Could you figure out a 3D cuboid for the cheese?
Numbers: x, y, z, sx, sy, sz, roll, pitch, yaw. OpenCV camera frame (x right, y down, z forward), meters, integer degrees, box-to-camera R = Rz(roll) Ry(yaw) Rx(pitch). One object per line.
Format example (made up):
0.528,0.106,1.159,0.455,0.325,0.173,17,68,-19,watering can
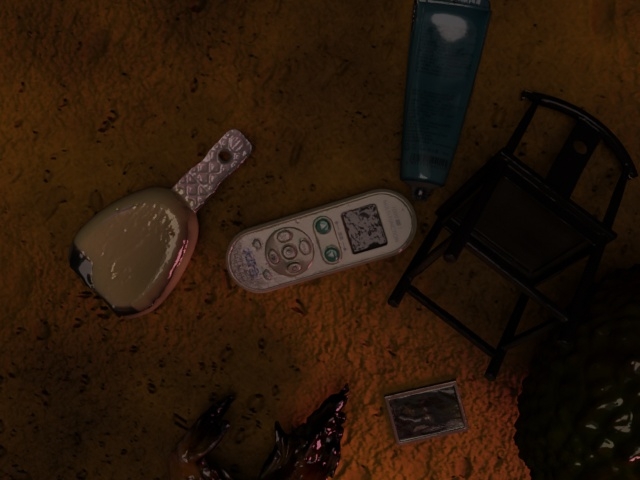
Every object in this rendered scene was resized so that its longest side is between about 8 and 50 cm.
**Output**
-0.171,-0.028,0.750,0.251,0.054,0.127,-44,92,10,cheese

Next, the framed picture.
0.126,0.205,0.782,0.089,0.006,0.066,-14,97,8,framed picture

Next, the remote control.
0.000,0.000,0.744,0.221,0.042,0.078,-17,96,7,remote control

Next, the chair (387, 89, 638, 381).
0.203,-0.013,0.680,0.154,0.141,0.260,38,57,-2,chair

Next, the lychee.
0.335,0.143,0.624,0.320,0.270,0.270,-18,97,21,lychee

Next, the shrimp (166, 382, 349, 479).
-0.083,0.263,0.785,0.178,0.075,0.289,29,115,-1,shrimp

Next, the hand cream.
0.124,-0.154,0.710,0.083,0.048,0.224,11,94,3,hand cream
